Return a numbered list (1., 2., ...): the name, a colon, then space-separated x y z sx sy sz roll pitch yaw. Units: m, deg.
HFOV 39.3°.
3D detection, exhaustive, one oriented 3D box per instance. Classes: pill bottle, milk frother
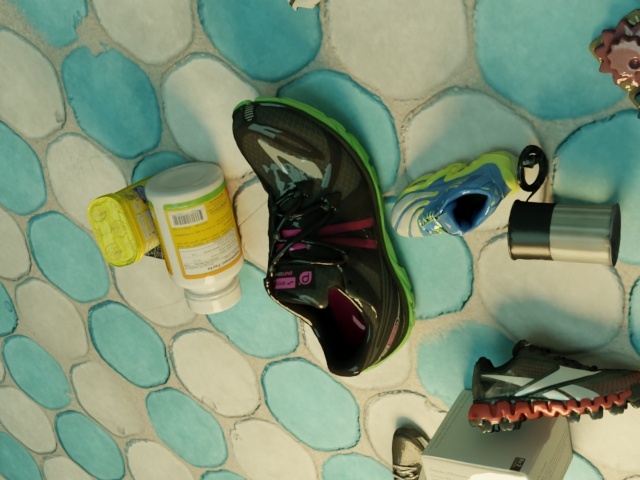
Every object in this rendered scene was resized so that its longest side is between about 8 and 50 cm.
1. pill bottle: -0.211 0.000 1.569 0.136 0.136 0.245 6 122 31
2. milk frother: 0.325 -0.047 1.187 0.135 0.129 0.143 3 119 25

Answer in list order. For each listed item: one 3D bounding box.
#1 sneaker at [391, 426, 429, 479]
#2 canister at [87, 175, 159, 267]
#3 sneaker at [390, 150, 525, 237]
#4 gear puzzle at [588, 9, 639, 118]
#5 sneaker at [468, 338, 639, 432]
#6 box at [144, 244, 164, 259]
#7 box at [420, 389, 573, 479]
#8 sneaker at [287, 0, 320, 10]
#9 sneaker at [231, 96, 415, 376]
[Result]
1. sneaker: 0.160 0.461 1.623 0.086 0.132 0.228 1 119 34
2. canister: -0.324 -0.038 1.586 0.073 0.170 0.126 -15 102 23
3. sneaker: 0.174 -0.049 1.285 0.240 0.126 0.091 -31 98 42
4. gear puzzle: 0.477 -0.247 1.007 0.175 0.044 0.339 50 133 -3
5. sneaker: 0.353 0.209 1.344 0.276 0.098 0.135 -10 75 17
6. box: -0.314 -0.004 1.716 0.067 0.018 0.083 11 124 28
7. box: 0.284 0.344 1.430 0.182 0.181 0.119 3 119 33
8. sneaker: -0.005 -0.355 1.273 0.109 0.040 0.043 1 135 37
9. sneaker: 0.000 0.000 1.382 0.185 0.202 0.482 -15 109 39
